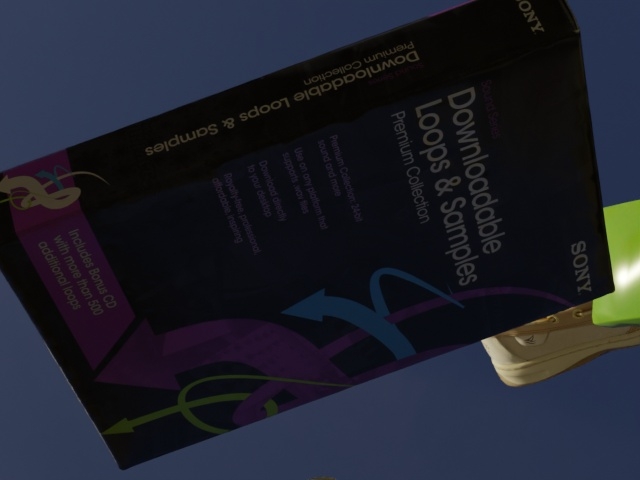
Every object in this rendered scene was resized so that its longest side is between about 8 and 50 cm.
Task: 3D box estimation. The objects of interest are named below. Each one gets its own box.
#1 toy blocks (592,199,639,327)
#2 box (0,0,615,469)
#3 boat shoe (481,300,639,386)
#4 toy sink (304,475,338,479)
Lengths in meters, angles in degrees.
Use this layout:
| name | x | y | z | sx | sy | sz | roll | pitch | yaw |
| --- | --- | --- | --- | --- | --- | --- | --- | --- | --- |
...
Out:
| name | x | y | z | sx | sy | sz | roll | pitch | yaw |
| --- | --- | --- | --- | --- | --- | --- | --- | --- | --- |
| toy blocks | 0.317 | 0.029 | 0.573 | 0.261 | 0.381 | 0.191 | 12 | -104 | -29 |
| box | 0.000 | 0.000 | 0.473 | 0.162 | 0.116 | 0.029 | -21 | -130 | -1 |
| boat shoe | 0.160 | 0.024 | 0.928 | 0.170 | 0.063 | 0.059 | -28 | -68 | 21 |
| toy sink | -0.052 | 0.242 | 0.785 | 0.234 | 0.153 | 0.131 | -26 | -140 | 11 |
